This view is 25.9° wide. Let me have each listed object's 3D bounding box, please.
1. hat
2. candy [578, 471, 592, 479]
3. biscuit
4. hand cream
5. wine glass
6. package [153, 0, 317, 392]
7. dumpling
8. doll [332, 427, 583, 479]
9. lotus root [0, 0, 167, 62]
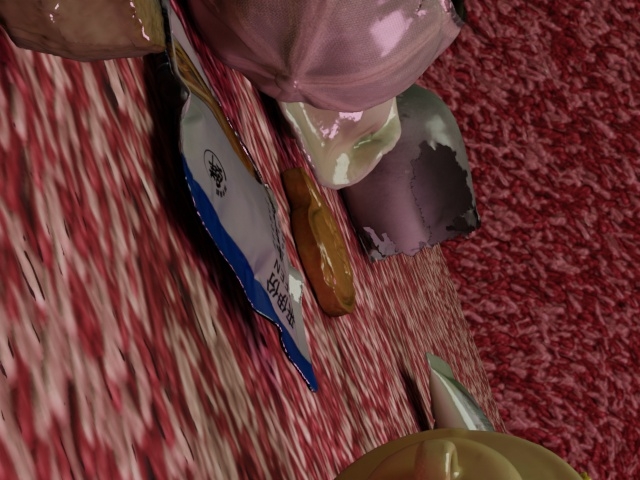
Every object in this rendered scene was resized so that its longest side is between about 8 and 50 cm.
[{"bbox_3d":[-0.030,-0.199,0.903,0.275,0.161,0.232,48,-15,27],"label":"hat"},{"bbox_3d":[0.156,0.307,0.916,0.088,0.146,0.276,53,17,-71],"label":"candy"},{"bbox_3d":[0.002,0.000,1.050,0.140,0.023,0.118,-74,144,-77],"label":"biscuit"},{"bbox_3d":[0.172,0.255,1.365,0.147,0.093,0.306,33,36,-72],"label":"hand cream"},{"bbox_3d":[0.061,-0.139,1.400,0.143,0.143,0.321,-22,92,-83],"label":"wine glass"},{"bbox_3d":[-0.046,-0.026,0.749,0.173,0.027,0.171,-107,173,-47],"label":"package"},{"bbox_3d":[0.011,-0.107,1.123,0.169,0.100,0.134,53,33,-61],"label":"dumpling"},{"bbox_3d":[0.071,0.197,0.696,0.271,0.144,0.208,26,66,-75],"label":"doll"},{"bbox_3d":[-0.107,-0.138,0.444,0.144,0.070,0.143,61,17,-72],"label":"lotus root"}]
